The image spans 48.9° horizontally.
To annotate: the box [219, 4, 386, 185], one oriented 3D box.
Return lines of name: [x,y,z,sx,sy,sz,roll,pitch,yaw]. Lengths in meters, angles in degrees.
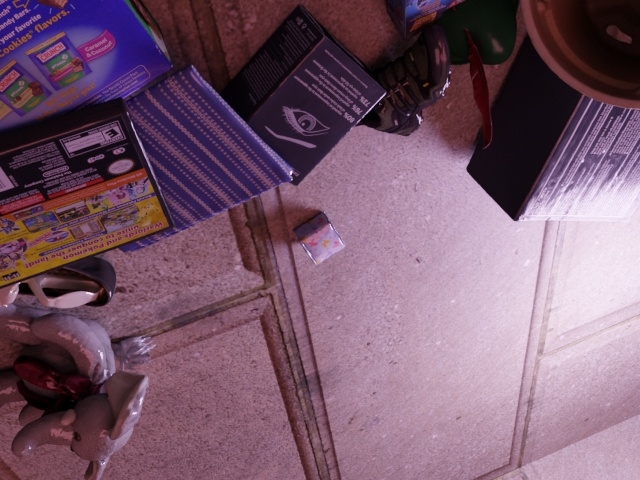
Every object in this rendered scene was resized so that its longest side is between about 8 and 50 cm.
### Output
box: [-0.035,-0.209,1.044,0.207,0.108,0.153,-43,135,15]

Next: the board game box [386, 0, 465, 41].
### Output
board game box: [0.167,-0.366,0.979,0.194,0.060,0.194,-26,171,-12]

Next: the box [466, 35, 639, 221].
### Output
box: [0.470,-0.199,1.265,0.294,0.182,0.296,-1,128,-29]

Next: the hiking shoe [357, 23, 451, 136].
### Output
hiking shoe: [0.121,-0.238,1.088,0.114,0.086,0.226,-4,150,-17]

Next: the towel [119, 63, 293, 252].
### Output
towel: [-0.239,-0.102,1.011,0.336,0.040,0.243,-22,139,24]

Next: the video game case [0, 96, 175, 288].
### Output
video game case: [-0.354,-0.052,0.928,0.275,0.035,0.248,-20,147,-9]

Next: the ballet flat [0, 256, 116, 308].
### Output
ballet flat: [-0.446,0.053,1.080,0.281,0.096,0.095,9,127,-33]

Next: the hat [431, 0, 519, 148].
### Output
hat: [0.273,-0.298,1.067,0.173,0.183,0.208,-23,137,-7]

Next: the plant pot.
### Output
plant pot: [0.476,-0.366,0.992,0.333,0.334,0.305,-57,168,26]

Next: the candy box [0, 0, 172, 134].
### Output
candy box: [-0.370,-0.270,0.800,0.268,0.122,0.317,-31,138,4]

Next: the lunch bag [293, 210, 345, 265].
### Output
lunch bag: [0.000,0.000,1.299,0.071,0.053,0.083,-33,127,1]

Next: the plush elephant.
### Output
plush elephant: [-0.419,0.269,1.179,0.330,0.255,0.271,4,128,-31]
